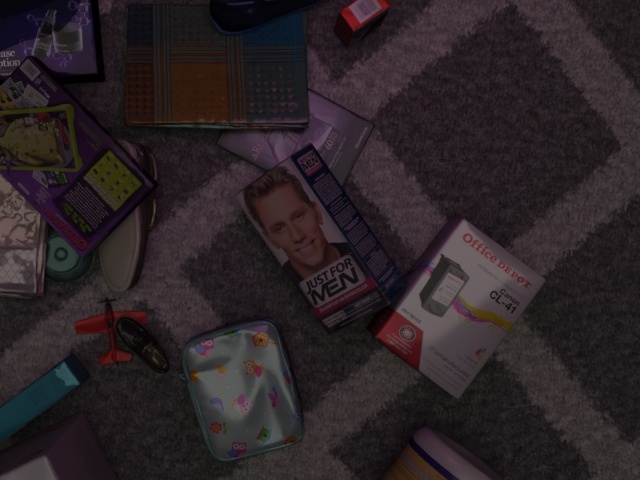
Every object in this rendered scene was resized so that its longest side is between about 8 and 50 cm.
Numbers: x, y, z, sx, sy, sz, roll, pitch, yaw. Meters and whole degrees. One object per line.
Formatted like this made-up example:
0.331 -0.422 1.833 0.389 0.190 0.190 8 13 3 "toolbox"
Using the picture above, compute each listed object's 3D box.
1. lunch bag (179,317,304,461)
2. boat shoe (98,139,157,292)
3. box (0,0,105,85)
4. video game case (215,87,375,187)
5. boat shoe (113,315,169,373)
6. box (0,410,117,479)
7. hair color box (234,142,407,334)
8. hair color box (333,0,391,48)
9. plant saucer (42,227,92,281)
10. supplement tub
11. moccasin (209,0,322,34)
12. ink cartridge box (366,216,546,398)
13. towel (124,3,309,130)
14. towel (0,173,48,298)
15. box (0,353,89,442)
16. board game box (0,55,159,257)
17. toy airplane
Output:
-0.163 0.299 1.892 0.224 0.108 0.279 -16 92 0 "lunch bag"
-0.381 -0.048 1.865 0.109 0.091 0.305 1 90 30 "boat shoe"
-0.575 -0.405 1.843 0.261 0.103 0.184 -5 90 -3 "box"
-0.052 -0.220 1.921 0.274 0.026 0.196 28 90 -5 "video game case"
-0.359 0.213 1.891 0.152 0.049 0.056 48 72 -18 "boat shoe"
-0.542 0.479 1.755 0.215 0.345 0.168 -26 93 -2 "box"
0.000 0.000 1.854 0.174 0.105 0.347 -32 94 35 "hair color box"
0.082 -0.444 1.848 0.093 0.167 0.053 -36 93 -2 "hair color box"
-0.531 0.027 1.900 0.119 0.021 0.119 0 92 -4 "plant saucer"
0.207 0.572 1.859 0.241 0.241 0.331 36 90 -4 "supplement tub"
-0.062 -0.521 1.839 0.342 0.117 0.137 -37 76 -12 "moccasin"
0.276 0.134 1.903 0.226 0.131 0.306 36 91 -4 "ink cartridge box"
-0.208 -0.353 1.874 0.370 0.040 0.271 0 77 -2 "towel"
-0.716 -0.046 1.846 0.332 0.053 0.317 2 92 -6 "towel"
-0.591 0.331 1.868 0.244 0.100 0.060 -36 93 -2 "box"
-0.505 -0.161 1.785 0.208 0.056 0.347 -43 91 5 "board game box"
-0.433 0.194 1.909 0.151 0.028 0.151 0 92 -5 "toy airplane"
